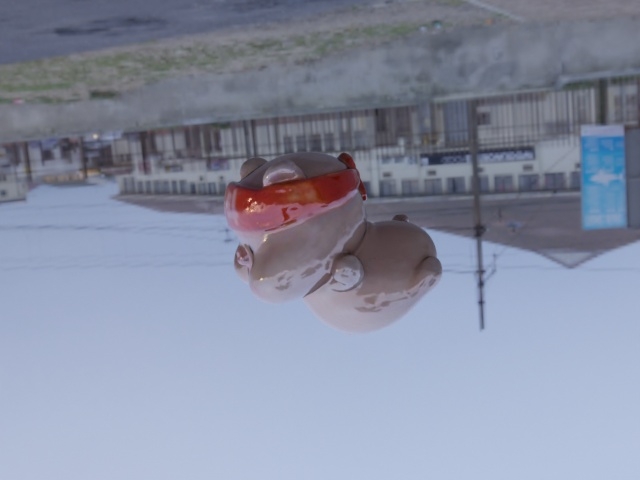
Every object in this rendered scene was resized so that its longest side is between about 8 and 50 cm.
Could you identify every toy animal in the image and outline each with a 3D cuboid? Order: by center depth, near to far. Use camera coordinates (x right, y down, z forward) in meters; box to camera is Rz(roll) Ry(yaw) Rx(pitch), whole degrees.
[{"bbox_3d":[0.000,0.000,0.761,0.197,0.171,0.171,36,179,-13],"label":"toy animal"}]
